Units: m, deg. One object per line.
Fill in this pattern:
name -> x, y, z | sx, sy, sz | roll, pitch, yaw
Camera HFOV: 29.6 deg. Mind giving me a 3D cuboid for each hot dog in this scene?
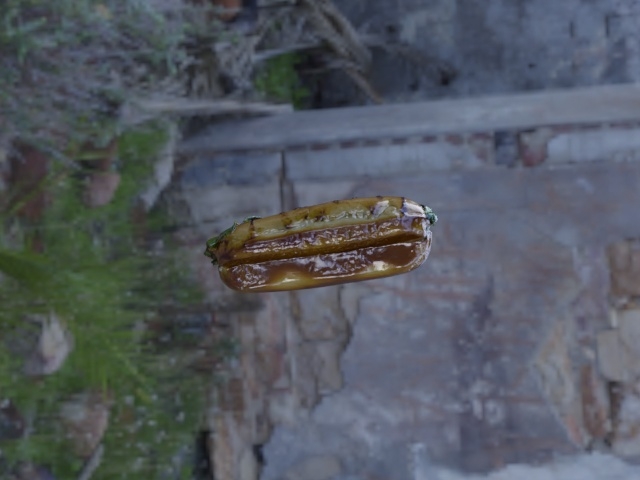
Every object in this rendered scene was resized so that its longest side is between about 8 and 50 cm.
hot dog -> 0.000, 0.000, 0.627 | 0.037, 0.122, 0.049 | -93, 177, -51
